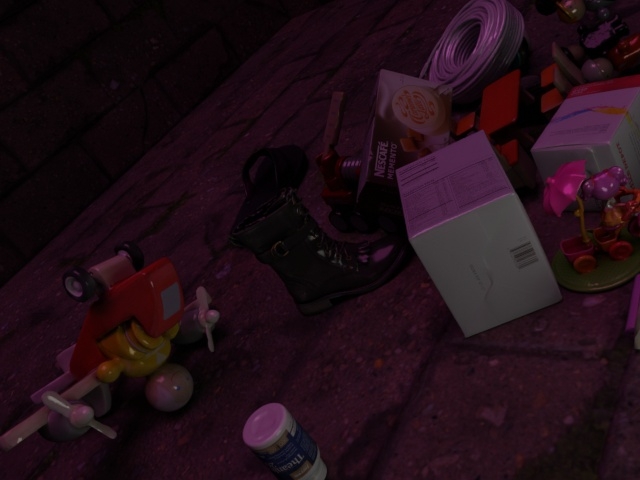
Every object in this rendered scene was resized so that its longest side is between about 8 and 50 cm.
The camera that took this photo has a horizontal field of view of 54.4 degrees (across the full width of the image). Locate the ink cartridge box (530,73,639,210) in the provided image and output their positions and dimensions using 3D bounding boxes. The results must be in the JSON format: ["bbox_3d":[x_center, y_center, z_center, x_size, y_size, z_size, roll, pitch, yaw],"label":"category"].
[{"bbox_3d":[0.432,-0.146,0.958,0.127,0.128,0.176,2,44,49],"label":"ink cartridge box"}]

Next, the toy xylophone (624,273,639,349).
[{"bbox_3d":[0.497,0.028,0.658,0.323,0.081,0.236,0,42,47],"label":"toy xylophone"}]

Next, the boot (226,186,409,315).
[{"bbox_3d":[0.000,0.000,1.082,0.263,0.229,0.091,-30,27,8],"label":"boot"}]

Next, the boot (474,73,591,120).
[{"bbox_3d":[0.435,-0.306,1.275,0.247,0.083,0.161,-10,30,36],"label":"boot"}]

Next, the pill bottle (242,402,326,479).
[{"bbox_3d":[-0.042,0.272,0.807,0.067,0.120,0.067,-26,28,15],"label":"pill bottle"}]

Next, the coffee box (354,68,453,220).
[{"bbox_3d":[0.148,-0.166,1.106,0.098,0.141,0.246,111,171,-62],"label":"coffee box"}]

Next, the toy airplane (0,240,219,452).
[{"bbox_3d":[-0.355,0.221,1.133,0.386,0.272,0.384,-49,-8,-10],"label":"toy airplane"}]

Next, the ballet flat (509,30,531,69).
[{"bbox_3d":[0.450,-0.483,1.530,0.096,0.095,0.280,-24,26,-7],"label":"ballet flat"}]

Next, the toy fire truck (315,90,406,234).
[{"bbox_3d":[0.080,-0.156,1.227,0.217,0.246,0.158,4,46,51],"label":"toy fire truck"}]

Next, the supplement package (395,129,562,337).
[{"bbox_3d":[0.222,-0.014,0.902,0.149,0.194,0.203,-25,29,16],"label":"supplement package"}]

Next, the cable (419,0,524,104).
[{"bbox_3d":[0.357,-0.440,1.448,0.257,0.089,0.257,-63,25,11],"label":"cable"}]

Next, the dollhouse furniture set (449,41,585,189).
[{"bbox_3d":[0.318,-0.208,1.114,0.262,0.135,0.259,-28,36,42],"label":"dollhouse furniture set"}]

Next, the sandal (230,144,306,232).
[{"bbox_3d":[-0.139,-0.159,1.622,0.168,0.107,0.445,-22,29,21],"label":"sandal"}]

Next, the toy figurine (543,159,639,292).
[{"bbox_3d":[0.368,-0.039,0.822,0.173,0.159,0.130,-22,30,20],"label":"toy figurine"}]

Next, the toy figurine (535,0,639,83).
[{"bbox_3d":[0.526,-0.423,1.219,0.148,0.209,0.213,-32,26,16],"label":"toy figurine"}]
